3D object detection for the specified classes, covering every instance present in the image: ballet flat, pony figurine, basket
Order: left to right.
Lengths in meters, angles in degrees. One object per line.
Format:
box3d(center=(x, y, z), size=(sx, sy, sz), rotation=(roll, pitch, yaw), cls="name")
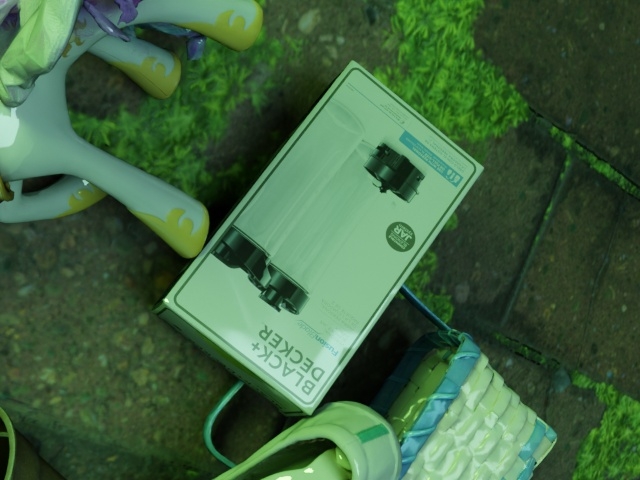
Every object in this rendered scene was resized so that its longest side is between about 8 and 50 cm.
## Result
box3d(center=(-0.210, -0.144, 0.764), size=(0.363, 0.303, 0.350), rotation=(1, 109, -51), cls="pony figurine")
box3d(center=(-0.104, 0.279, 0.925), size=(0.400, 0.139, 0.139), rotation=(-40, 124, 7), cls="ballet flat")
box3d(center=(0.060, 0.185, 1.066), size=(0.289, 0.201, 0.254), rotation=(42, 76, -9), cls="basket")

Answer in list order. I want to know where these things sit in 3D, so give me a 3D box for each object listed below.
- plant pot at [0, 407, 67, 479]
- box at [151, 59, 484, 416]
box3d(center=(-0.259, 0.240, 0.865), size=(0.167, 0.167, 0.165), rotation=(-53, 132, -14), cls="plant pot")
box3d(center=(0.000, 0.000, 0.987), size=(0.169, 0.087, 0.290), rotation=(40, 73, -7), cls="box")
